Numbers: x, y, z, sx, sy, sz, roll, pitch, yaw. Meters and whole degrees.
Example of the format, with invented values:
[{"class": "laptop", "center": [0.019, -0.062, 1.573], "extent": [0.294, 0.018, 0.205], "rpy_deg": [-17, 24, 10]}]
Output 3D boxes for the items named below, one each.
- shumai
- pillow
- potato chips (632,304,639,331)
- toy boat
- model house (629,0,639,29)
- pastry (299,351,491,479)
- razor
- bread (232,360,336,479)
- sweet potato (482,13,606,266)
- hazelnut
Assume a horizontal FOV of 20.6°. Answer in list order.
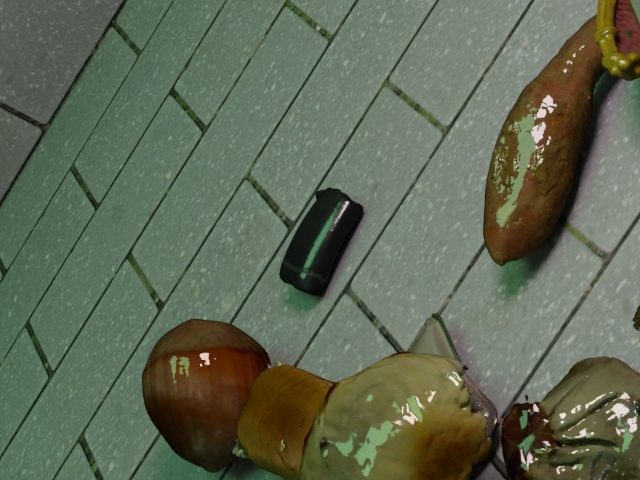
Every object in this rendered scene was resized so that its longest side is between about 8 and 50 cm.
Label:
[{"class": "shumai", "center": [0.241, 0.200, 1.773], "extent": [0.201, 0.120, 0.201], "rpy_deg": [-40, 38, 39]}, {"class": "pillow", "center": [0.136, 0.189, 2.029], "extent": [0.130, 0.038, 0.232], "rpy_deg": [-60, 29, 21]}, {"class": "potato chips", "center": [0.371, 0.004, 1.828], "extent": [0.209, 0.026, 0.142], "rpy_deg": [-64, 26, -4]}, {"class": "toy boat", "center": [0.386, -0.301, 1.968], "extent": [0.099, 0.141, 0.318], "rpy_deg": [72, -144, -64]}, {"class": "model house", "center": [0.437, -0.292, 1.819], "extent": [0.206, 0.271, 0.178], "rpy_deg": [-33, 18, -23]}, {"class": "pastry", "center": [0.058, 0.240, 1.929], "extent": [0.237, 0.170, 0.256], "rpy_deg": [17, 95, 57]}, {"class": "razor", "center": [0.000, 0.000, 2.401], "extent": [0.090, 0.054, 0.148], "rpy_deg": [25, 88, 58]}, {"class": "bread", "center": [-0.013, 0.234, 2.169], "extent": [0.241, 0.107, 0.136], "rpy_deg": [15, 82, 61]}, {"class": "sweet potato", "center": [0.275, -0.147, 2.035], "extent": [0.109, 0.109, 0.385], "rpy_deg": [12, 76, 61]}, {"class": "hazelnut", "center": [-0.149, 0.206, 2.355], "extent": [0.214, 0.176, 0.214], "rpy_deg": [174, 90, -82]}]
